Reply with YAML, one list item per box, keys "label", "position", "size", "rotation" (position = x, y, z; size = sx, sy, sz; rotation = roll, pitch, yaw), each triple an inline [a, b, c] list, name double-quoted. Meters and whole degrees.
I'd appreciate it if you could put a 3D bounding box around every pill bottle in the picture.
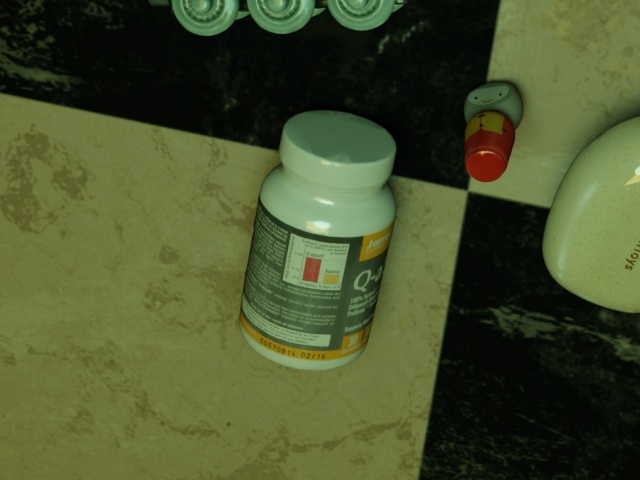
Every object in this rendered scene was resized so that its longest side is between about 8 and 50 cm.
- label: "pill bottle"
  position: [0.000, 0.000, 2.020]
  size: [0.162, 0.162, 0.278]
  rotation: [15, 121, 7]

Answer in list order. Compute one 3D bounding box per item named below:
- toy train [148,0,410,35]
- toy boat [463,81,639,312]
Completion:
- label: "toy train"
  position: [-0.037, -0.327, 1.875]
  size: [0.334, 0.142, 0.190]
  rotation: [0, 108, 15]
- label: "toy boat"
  position: [0.302, -0.072, 1.925]
  size: [0.318, 0.148, 0.267]
  rotation: [25, 126, -8]
